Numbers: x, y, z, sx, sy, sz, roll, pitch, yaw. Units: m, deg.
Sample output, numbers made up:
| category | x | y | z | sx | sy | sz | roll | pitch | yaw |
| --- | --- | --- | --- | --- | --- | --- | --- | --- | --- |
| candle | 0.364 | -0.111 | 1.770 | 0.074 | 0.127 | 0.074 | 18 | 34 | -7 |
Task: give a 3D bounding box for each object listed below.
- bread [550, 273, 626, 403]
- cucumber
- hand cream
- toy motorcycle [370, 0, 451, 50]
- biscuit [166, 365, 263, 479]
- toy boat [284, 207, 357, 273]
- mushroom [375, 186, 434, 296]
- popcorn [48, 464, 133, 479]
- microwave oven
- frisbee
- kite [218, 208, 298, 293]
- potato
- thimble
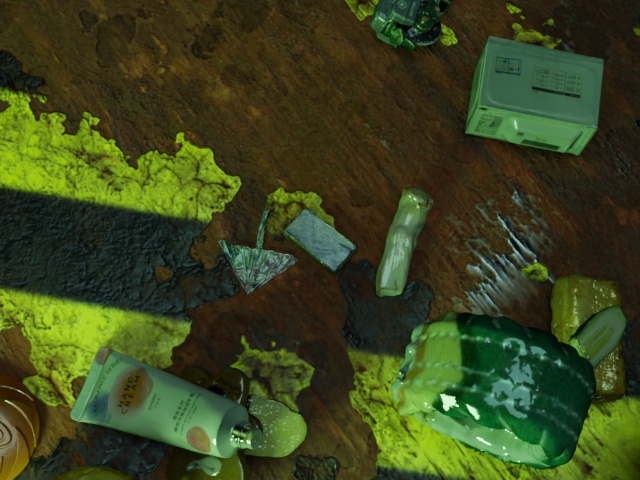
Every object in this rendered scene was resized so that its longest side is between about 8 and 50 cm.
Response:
| category | x | y | z | sx | sy | sz | roll | pitch | yaw |
| --- | --- | --- | --- | --- | --- | --- | --- | --- | --- |
| bread | 0.435 | 0.158 | 1.658 | 0.114 | 0.083 | 0.211 | 8 | 70 | -7 |
| cucumber | 0.437 | 0.146 | 1.601 | 0.107 | 0.035 | 0.067 | -37 | 101 | -23 |
| hand cream | -0.232 | 0.251 | 1.527 | 0.341 | 0.078 | 0.124 | 12 | 73 | 30 |
| toy motorcycle | 0.160 | -0.479 | 1.843 | 0.187 | 0.125 | 0.274 | 20 | 70 | -7 |
| biscuit | -0.169 | 0.309 | 1.548 | 0.180 | 0.039 | 0.236 | -5 | 78 | 26 |
| toy boat | 0.000 | 0.000 | 1.717 | 0.115 | 0.016 | 0.063 | 39 | 73 | 10 |
| mushroom | 0.138 | 0.002 | 1.710 | 0.059 | 0.054 | 0.202 | 20 | 75 | 1 |
| popcorn | -0.355 | 0.434 | 1.455 | 0.254 | 0.191 | 0.190 | -13 | 99 | -4 |
| microwave oven | 0.370 | -0.247 | 1.774 | 0.208 | 0.122 | 0.162 | 11 | 71 | 0 |
| frisbee | -0.531 | 0.292 | 1.566 | 0.192 | 0.035 | 0.192 | 1 | 72 | -4 |
| kite | -0.104 | 0.018 | 1.708 | 0.139 | 0.011 | 0.156 | 12 | 72 | -3 |
| potato | -0.076 | 0.294 | 1.584 | 0.103 | 0.066 | 0.096 | 17 | 89 | -5 |
| thimble | 0.258 | 0.224 | 1.531 | 0.288 | 0.254 | 0.167 | 17 | 70 | 17 |
